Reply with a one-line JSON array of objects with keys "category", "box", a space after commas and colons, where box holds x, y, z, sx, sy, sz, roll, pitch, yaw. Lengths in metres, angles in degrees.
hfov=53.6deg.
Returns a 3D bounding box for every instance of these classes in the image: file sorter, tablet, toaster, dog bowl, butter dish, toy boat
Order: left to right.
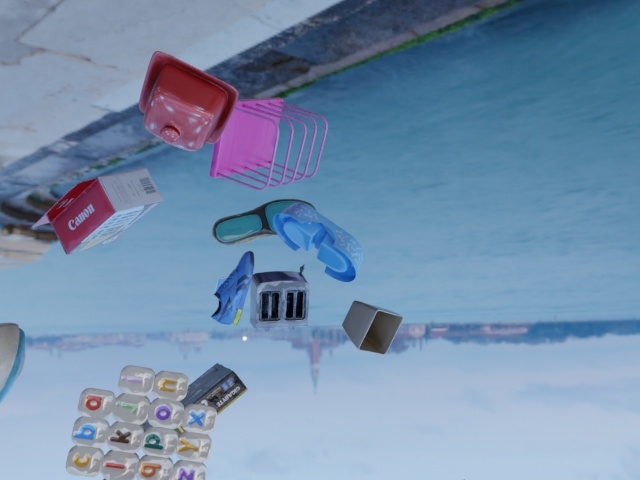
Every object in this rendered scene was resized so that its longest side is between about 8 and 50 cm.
[{"category": "toy boat", "box": [-0.882, 0.309, 1.716, 0.148, 0.268, 0.318, 26, -169, -43]}, {"category": "butter dish", "box": [-0.243, -0.215, 1.093, 0.159, 0.118, 0.160, 24, 141, -14]}, {"category": "tablet", "box": [-0.366, 0.167, 2.351, 0.054, 0.006, 0.083, -14, 138, -40]}, {"category": "file sorter", "box": [-0.130, -0.262, 1.720, 0.182, 0.202, 0.290, 22, -158, 21]}, {"category": "toaster", "box": [-0.121, 0.175, 1.893, 0.167, 0.186, 0.110, 0, -167, -16]}, {"category": "dog bowl", "box": [0.000, 0.000, 1.842, 0.297, 0.074, 0.166, 35, 151, 11]}]

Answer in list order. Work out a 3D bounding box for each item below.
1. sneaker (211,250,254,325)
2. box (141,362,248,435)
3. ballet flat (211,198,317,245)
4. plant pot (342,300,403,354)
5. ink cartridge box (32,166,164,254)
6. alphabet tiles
[{"category": "sneaker", "box": [-0.235, 0.123, 1.699, 0.082, 0.210, 0.069, 17, 180, -14]}, {"category": "box", "box": [-0.386, 0.498, 1.863, 0.322, 0.079, 0.257, -37, -174, -20]}, {"category": "ballet flat", "box": [-0.186, -0.059, 2.071, 0.348, 0.123, 0.123, -14, 175, -14]}, {"category": "plant pot", "box": [0.118, 0.205, 1.553, 0.109, 0.109, 0.096, 20, -172, -45]}, {"category": "ink cartridge box", "box": [-0.707, -0.086, 2.011, 0.309, 0.130, 0.271, -32, 176, 34]}, {"category": "alphabet tiles", "box": [-0.361, 0.405, 1.290, 0.277, 0.284, 0.021, 10, 171, -10]}]
